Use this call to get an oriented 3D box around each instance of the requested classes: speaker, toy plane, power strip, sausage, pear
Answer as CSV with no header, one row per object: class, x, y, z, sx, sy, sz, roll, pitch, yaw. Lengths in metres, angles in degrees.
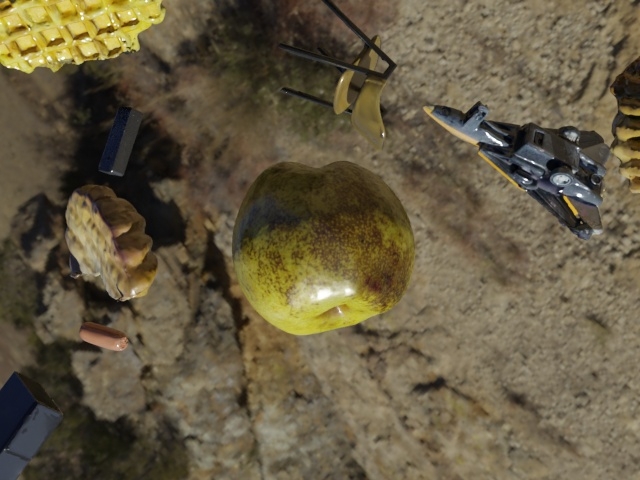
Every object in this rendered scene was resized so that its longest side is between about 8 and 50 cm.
speaker,-0.396,0.269,1.045,0.082,0.218,0.044,31,174,45
toy plane,0.303,-0.143,1.338,0.316,0.204,0.103,28,148,-18
power strip,-0.315,-0.157,1.400,0.037,0.111,0.029,15,175,40
sausage,-0.351,0.156,1.437,0.083,0.034,0.034,14,138,16
pear,0.000,0.000,0.964,0.197,0.197,0.197,34,146,27

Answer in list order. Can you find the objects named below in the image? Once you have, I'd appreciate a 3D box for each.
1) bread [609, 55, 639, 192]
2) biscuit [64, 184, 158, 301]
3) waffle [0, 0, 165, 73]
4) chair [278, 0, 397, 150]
bread,0.474,-0.144,1.031,0.149,0.274,0.274,11,133,62
biscuit,-0.224,-0.003,0.954,0.183,0.061,0.118,23,120,53
waffle,-0.399,-0.370,1.375,0.307,0.311,0.060,122,149,-48
chair,0.056,-0.297,1.640,0.246,0.172,0.159,31,159,11
